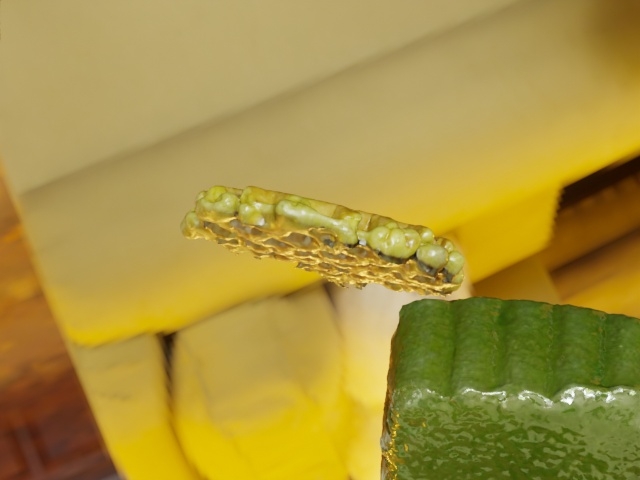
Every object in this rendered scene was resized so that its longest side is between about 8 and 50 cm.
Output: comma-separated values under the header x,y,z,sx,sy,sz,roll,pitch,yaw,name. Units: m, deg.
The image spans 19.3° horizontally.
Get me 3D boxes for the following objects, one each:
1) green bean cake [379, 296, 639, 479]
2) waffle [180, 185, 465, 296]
x,y,z,sx,sy,sz,roll,pitch,yaw,name
0.175,0.176,1.592,0.247,0.156,0.250,3,127,7,green bean cake
0.010,0.002,1.928,0.300,0.058,0.281,14,171,-7,waffle
